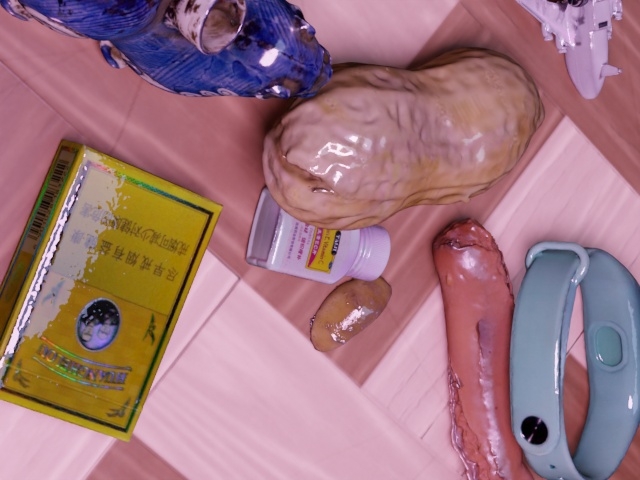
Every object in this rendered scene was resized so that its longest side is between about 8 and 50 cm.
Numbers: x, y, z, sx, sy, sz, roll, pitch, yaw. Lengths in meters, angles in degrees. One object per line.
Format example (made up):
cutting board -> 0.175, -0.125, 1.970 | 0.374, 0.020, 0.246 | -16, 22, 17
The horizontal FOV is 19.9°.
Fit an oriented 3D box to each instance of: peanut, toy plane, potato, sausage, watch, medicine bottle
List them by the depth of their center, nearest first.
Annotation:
peanut -> 0.077, -0.095, 1.588 | 0.313, 0.149, 0.149 | -15, 105, -35
medicine bottle -> 0.000, 0.000, 1.621 | 0.118, 0.055, 0.074 | 15, 87, -29
potato -> 0.029, 0.062, 1.656 | 0.093, 0.036, 0.037 | -43, 118, -15
sausage -> 0.156, 0.126, 1.715 | 0.078, 0.078, 0.304 | -15, 104, -25
toy plane -> 0.250, -0.218, 1.719 | 0.162, 0.065, 0.171 | -20, 102, -36
watch -> 0.244, 0.111, 1.727 | 0.195, 0.068, 0.237 | -19, 108, -51

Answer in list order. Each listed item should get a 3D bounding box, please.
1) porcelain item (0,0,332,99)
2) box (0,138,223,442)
porcelain item -> -0.121, -0.187, 1.421 | 0.138, 0.186, 0.288 | -61, 148, -3
box -> -0.189, 0.043, 1.524 | 0.141, 0.064, 0.220 | 24, 87, -30
